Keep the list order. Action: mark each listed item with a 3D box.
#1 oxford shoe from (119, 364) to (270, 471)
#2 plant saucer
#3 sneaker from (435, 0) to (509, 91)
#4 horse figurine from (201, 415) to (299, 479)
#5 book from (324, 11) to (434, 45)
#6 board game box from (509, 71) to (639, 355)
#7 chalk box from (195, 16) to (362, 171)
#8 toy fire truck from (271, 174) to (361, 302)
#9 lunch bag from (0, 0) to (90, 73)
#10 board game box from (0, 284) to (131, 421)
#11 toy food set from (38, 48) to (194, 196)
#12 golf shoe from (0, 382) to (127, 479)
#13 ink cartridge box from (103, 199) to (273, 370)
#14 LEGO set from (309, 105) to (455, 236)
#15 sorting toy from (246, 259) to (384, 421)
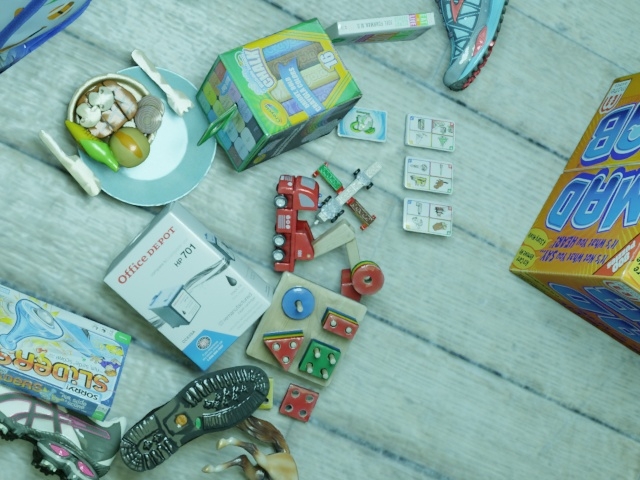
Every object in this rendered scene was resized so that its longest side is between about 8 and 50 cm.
[{"bbox_3d":[-0.178,0.236,1.629,0.227,0.096,0.083,-25,91,-13],"label":"oxford shoe"},{"bbox_3d":[-0.243,-0.145,1.639,0.194,0.037,0.195,0,91,-15],"label":"plant saucer"},{"bbox_3d":[0.211,-0.349,1.741,0.125,0.104,0.262,17,81,3],"label":"sneaker"},{"bbox_3d":[-0.091,0.368,1.657,0.174,0.066,0.263,13,79,-34],"label":"horse figurine"},{"bbox_3d":[0.081,-0.306,1.692,0.144,0.096,0.035,-8,93,-14],"label":"book"},{"bbox_3d":[0.562,-0.014,1.686,0.356,0.356,0.356,32,82,-12],"label":"board game box"},{"bbox_3d":[-0.078,-0.189,1.597,0.213,0.132,0.132,-25,82,-29],"label":"chalk box"},{"bbox_3d":[0.000,0.000,1.666,0.135,0.047,0.192,4,119,1],"label":"toy fire truck"},{"bbox_3d":[-0.416,-0.399,1.434,0.239,0.385,0.328,-41,100,-41],"label":"lunch bag"},{"bbox_3d":[-0.363,0.148,1.567,0.201,0.136,0.035,23,129,-14],"label":"board game box"},{"bbox_3d":[-0.276,-0.164,1.591,0.192,0.038,0.132,-44,100,-11],"label":"toy food set"},{"bbox_3d":[-0.390,0.224,1.584,0.273,0.105,0.120,41,64,-17],"label":"golf shoe"},{"bbox_3d":[-0.181,0.061,1.618,0.190,0.082,0.139,43,99,-12],"label":"ink cartridge box"},{"bbox_3d":[0.076,-0.103,1.731,0.244,0.060,0.183,7,76,-16],"label":"LEGO set"},{"bbox_3d":[-0.022,0.139,1.653,0.132,0.046,0.275,24,102,-12],"label":"sorting toy"}]
